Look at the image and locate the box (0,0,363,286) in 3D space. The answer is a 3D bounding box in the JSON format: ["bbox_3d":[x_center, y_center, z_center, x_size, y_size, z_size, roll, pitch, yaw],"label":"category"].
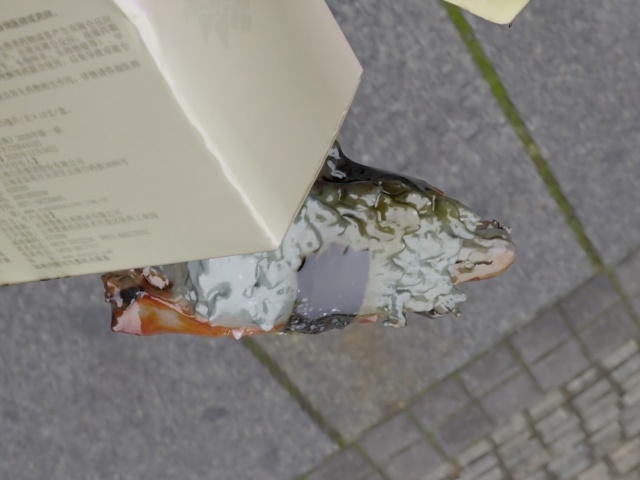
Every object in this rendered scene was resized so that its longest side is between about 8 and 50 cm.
[{"bbox_3d":[-0.121,-0.073,0.539,0.212,0.095,0.168,-7,133,33],"label":"box"}]

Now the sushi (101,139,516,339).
[{"bbox_3d":[0.002,-0.001,0.814,0.226,0.103,0.097,-4,89,-26],"label":"sushi"}]

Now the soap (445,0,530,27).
[{"bbox_3d":[0.112,-0.172,0.435,0.037,0.092,0.252,26,130,-20],"label":"soap"}]
